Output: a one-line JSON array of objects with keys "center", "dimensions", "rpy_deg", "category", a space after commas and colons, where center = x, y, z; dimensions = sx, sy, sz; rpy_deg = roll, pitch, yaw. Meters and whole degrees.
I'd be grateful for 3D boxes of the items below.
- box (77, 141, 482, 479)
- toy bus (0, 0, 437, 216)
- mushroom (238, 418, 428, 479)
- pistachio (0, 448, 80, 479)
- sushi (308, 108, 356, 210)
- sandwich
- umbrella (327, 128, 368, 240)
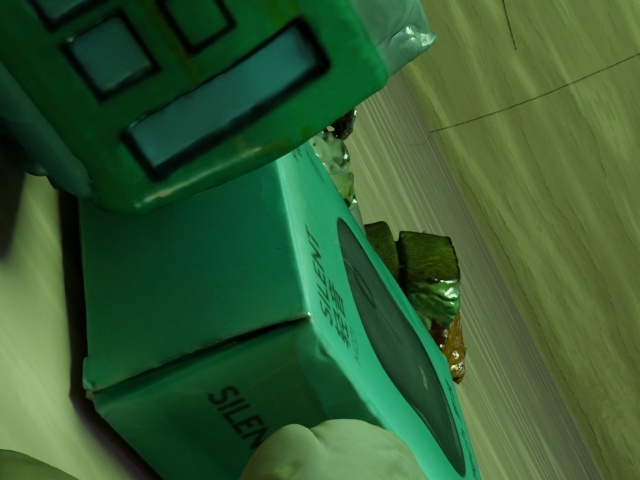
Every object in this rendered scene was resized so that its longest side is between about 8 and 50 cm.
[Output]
[{"center": [-0.010, 0.075, 0.810], "dimensions": [0.311, 0.118, 0.205], "rpy_deg": [56, 13, -42], "category": "box"}, {"center": [-0.116, -0.181, 0.622], "dimensions": [0.343, 0.199, 0.183], "rpy_deg": [57, -6, -34], "category": "toy bus"}, {"center": [0.030, 0.221, 0.483], "dimensions": [0.137, 0.154, 0.407], "rpy_deg": [40, 9, -28], "category": "mushroom"}, {"center": [-0.070, 0.147, 0.422], "dimensions": [0.185, 0.126, 0.108], "rpy_deg": [66, -31, 15], "category": "pistachio"}, {"center": [-0.044, -0.068, 0.996], "dimensions": [0.273, 0.134, 0.109], "rpy_deg": [58, -22, 13], "category": "sushi"}, {"center": [0.076, 0.069, 1.309], "dimensions": [0.185, 0.109, 0.159], "rpy_deg": [-85, 168, -73], "category": "sandwich"}, {"center": [0.000, 0.000, 1.136], "dimensions": [0.337, 0.073, 0.067], "rpy_deg": [-103, 166, -46], "category": "umbrella"}]
